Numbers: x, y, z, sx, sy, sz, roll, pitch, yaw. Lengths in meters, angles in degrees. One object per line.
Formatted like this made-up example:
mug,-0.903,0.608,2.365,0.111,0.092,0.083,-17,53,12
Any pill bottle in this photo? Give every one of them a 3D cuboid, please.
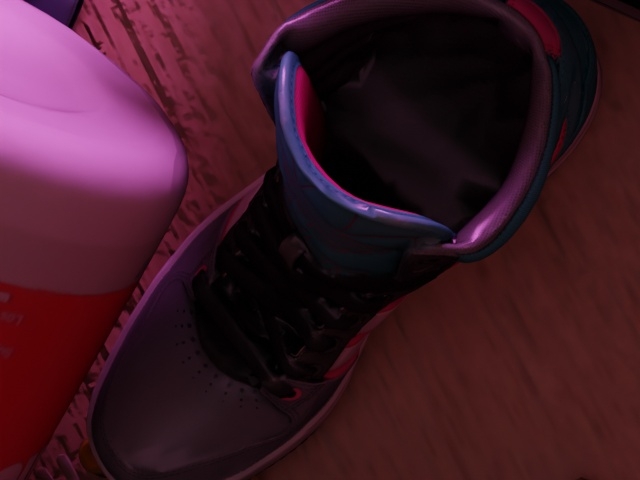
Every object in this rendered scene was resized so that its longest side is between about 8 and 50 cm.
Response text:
pill bottle,-0.243,0.083,0.732,0.229,0.229,0.407,34,105,12

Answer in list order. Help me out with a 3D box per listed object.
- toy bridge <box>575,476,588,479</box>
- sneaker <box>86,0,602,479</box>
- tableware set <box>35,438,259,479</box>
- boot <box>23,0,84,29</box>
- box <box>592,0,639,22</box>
toy bridge,0.183,0.173,0.749,0.188,0.026,0.063,26,95,13
sneaker,0.000,0.000,0.717,0.124,0.178,0.295,44,93,11
tableware set,-0.064,0.147,0.810,0.104,0.024,0.154,-36,79,5
boot,-0.137,-0.163,0.830,0.106,0.082,0.219,32,91,-9
box,0.064,-0.179,0.727,0.290,0.169,0.087,27,95,11
